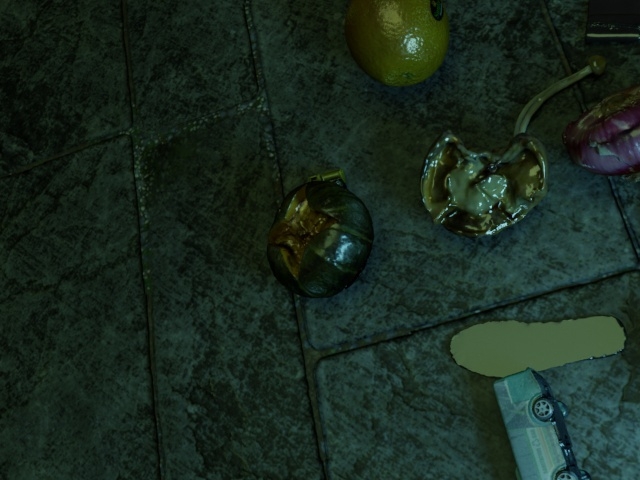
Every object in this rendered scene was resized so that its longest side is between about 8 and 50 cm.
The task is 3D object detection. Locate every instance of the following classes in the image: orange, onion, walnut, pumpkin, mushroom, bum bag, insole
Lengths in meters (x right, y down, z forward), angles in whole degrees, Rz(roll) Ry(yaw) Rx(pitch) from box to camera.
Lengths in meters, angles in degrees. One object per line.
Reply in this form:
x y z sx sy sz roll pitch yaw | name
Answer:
0.161 -0.440 1.546 0.236 0.236 0.236 -7 68 18 | orange
0.559 -0.181 1.329 0.230 0.230 0.163 -25 101 10 | onion
0.314 -0.101 1.404 0.238 0.141 0.204 8 89 27 | walnut
0.002 0.000 1.465 0.238 0.159 0.237 -13 69 38 | pumpkin
0.448 -0.258 1.473 0.306 0.043 0.068 -46 42 1 | mushroom
0.600 -0.473 1.502 0.109 0.026 0.159 3 71 22 | bum bag
0.388 0.186 1.333 0.310 0.012 0.110 -12 66 15 | insole

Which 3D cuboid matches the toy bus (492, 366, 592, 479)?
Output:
0.374 0.348 1.238 0.109 0.091 0.261 -23 62 23 | toy bus

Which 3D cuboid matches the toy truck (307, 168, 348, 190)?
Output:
0.013 -0.117 1.569 0.083 0.049 0.054 -14 65 14 | toy truck
